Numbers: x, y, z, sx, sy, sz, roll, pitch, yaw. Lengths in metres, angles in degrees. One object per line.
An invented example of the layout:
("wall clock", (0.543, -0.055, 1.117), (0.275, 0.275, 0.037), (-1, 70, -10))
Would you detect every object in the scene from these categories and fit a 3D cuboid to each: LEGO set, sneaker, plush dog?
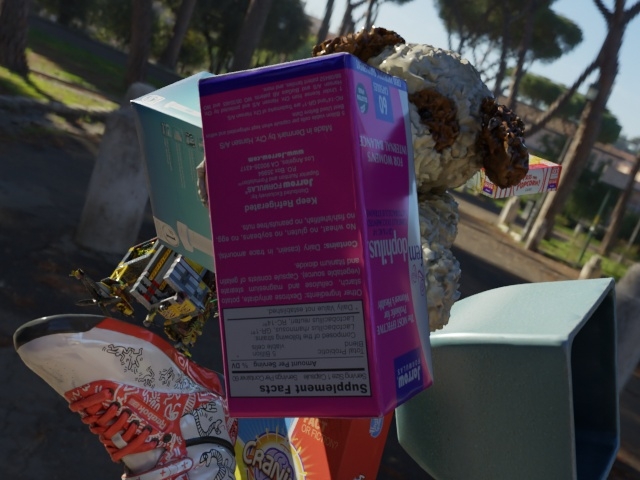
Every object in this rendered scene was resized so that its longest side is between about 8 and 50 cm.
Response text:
("LEGO set", (-0.222, 0.106, 1.265), (0.331, 0.192, 0.255), (-11, -54, 34))
("sneaker", (-0.165, 0.172, 0.720), (0.270, 0.090, 0.145), (40, 37, -49))
("plush dog", (0.062, -0.061, 0.686), (0.262, 0.225, 0.210), (38, 14, 24))

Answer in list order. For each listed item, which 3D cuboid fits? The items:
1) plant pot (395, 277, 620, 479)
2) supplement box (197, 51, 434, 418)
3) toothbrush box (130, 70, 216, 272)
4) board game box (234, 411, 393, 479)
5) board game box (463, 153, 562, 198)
("plant pot", (0.234, 0.193, 1.027), (0.252, 0.248, 0.247), (1, 14, 31))
("supplement box", (0.000, 0.000, 0.529), (0.113, 0.220, 0.111), (-4, 0, 25))
("toothbrush box", (-0.078, -0.059, 0.966), (0.295, 0.216, 0.126), (24, 43, 36))
("board game box", (-0.040, 0.321, 1.019), (0.064, 0.317, 0.242), (17, -4, -36))
("board game box", (0.265, -0.123, 1.273), (0.146, 0.045, 0.193), (-8, 26, -35))
